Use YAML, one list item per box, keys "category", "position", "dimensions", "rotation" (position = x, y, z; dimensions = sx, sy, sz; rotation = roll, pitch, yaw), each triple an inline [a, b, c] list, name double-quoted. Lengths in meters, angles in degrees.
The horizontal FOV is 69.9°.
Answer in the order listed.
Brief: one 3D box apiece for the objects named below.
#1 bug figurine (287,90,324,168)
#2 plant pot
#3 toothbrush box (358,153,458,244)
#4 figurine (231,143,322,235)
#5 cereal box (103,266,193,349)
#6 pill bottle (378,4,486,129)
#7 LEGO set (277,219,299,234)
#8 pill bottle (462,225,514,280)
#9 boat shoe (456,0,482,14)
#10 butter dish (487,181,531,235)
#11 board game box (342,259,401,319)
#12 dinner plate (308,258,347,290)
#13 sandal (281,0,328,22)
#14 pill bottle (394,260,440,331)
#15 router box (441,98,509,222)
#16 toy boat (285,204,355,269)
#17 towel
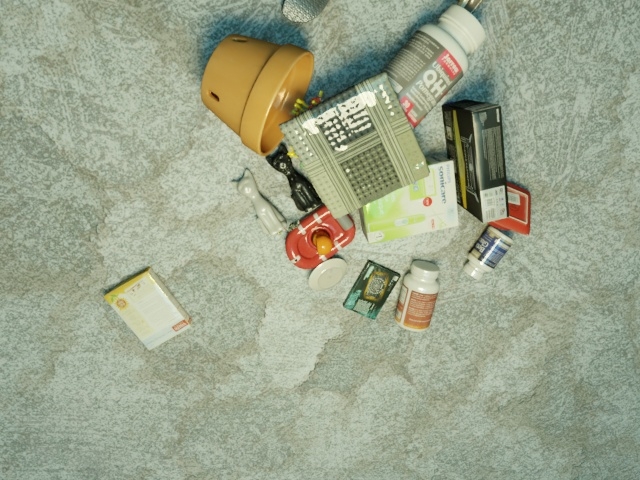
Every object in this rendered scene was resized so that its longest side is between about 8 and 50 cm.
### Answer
- category: "bug figurine"
  position: [0.041, -0.290, 1.296]
  dimensions: [0.278, 0.072, 0.216]
  rotation: [9, 120, -32]
- category: "plant pot"
  position: [-0.171, -0.396, 1.193]
  dimensions: [0.203, 0.291, 0.291]
  rotation: [29, 106, 3]
- category: "toothbrush box"
  position: [0.258, -0.127, 1.397]
  dimensions: [0.283, 0.122, 0.206]
  rotation: [-12, 110, -2]
- category: "figurine"
  position: [-0.137, -0.148, 1.381]
  dimensions: [0.214, 0.092, 0.210]
  rotation: [-33, 102, 8]
- category: "cereal box"
  position: [-0.558, 0.225, 1.496]
  dimensions: [0.172, 0.047, 0.240]
  rotation: [-29, 111, 6]
- category: "pill bottle"
  position: [0.285, -0.463, 1.243]
  dimensions: [0.176, 0.176, 0.318]
  rotation: [39, 103, -17]
- category: "LEGO set"
  position: [-0.094, -0.036, 1.402]
  dimensions: [0.083, 0.054, 0.023]
  rotation: [-27, 99, 44]
- category: "pill bottle"
  position: [0.544, 0.043, 1.499]
  dimensions: [0.094, 0.094, 0.169]
  rotation: [28, 105, -14]
- category: "boat shoe"
  position: [0.481, -0.723, 1.199]
  dimensions: [0.096, 0.116, 0.324]
  rotation: [33, 99, -12]
- category: "butter dish"
  position: [0.569, -0.095, 1.443]
  dimensions: [0.160, 0.118, 0.160]
  rotation: [18, 69, -16]
- category: "board game box"
  position: [0.172, 0.169, 1.550]
  dimensions: [0.126, 0.026, 0.186]
  rotation: [25, 107, -13]
- category: "dinner plate"
  position: [0.028, 0.116, 1.486]
  dimensions: [0.141, 0.017, 0.141]
  rotation: [-19, 136, -20]
- category: "sandal"
  position: [-0.004, -0.679, 1.211]
  dimensions: [0.097, 0.054, 0.254]
  rotation: [40, 93, -24]
- category: "pill bottle"
  position: [0.325, 0.182, 1.517]
  dimensions: [0.121, 0.121, 0.216]
  rotation: [7, 110, -8]
- category: "router box"
  position: [0.438, -0.234, 1.308]
  dimensions: [0.080, 0.243, 0.309]
  rotation: [-13, 112, 0]
- category: "toy boat"
  position: [0.000, 0.000, 1.405]
  dimensions: [0.231, 0.151, 0.151]
  rotation: [-36, 109, 8]
- category: "towel"
  position: [0.098, -0.242, 1.232]
  dimensions: [0.312, 0.056, 0.324]
  rotation: [-24, 119, 13]
